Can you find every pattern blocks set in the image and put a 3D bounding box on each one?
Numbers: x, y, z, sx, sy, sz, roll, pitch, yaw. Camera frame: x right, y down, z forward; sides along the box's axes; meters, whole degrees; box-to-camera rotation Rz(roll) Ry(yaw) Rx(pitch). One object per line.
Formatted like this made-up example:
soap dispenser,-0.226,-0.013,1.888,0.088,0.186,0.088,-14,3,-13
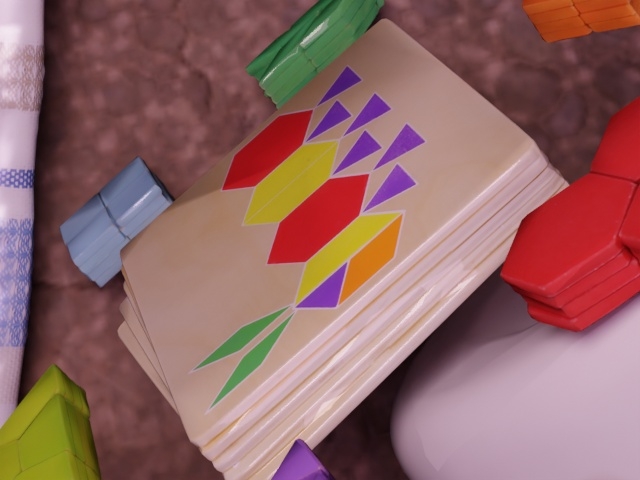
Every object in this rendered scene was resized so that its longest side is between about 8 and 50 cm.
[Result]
pattern blocks set,0.000,0.000,0.593,0.285,0.325,0.026,-38,115,10

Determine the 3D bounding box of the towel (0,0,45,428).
towel,-0.215,-0.027,0.715,0.209,0.034,0.285,7,97,6

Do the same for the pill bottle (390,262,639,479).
pill bottle,0.228,0.143,0.581,0.229,0.229,0.408,-39,95,1
